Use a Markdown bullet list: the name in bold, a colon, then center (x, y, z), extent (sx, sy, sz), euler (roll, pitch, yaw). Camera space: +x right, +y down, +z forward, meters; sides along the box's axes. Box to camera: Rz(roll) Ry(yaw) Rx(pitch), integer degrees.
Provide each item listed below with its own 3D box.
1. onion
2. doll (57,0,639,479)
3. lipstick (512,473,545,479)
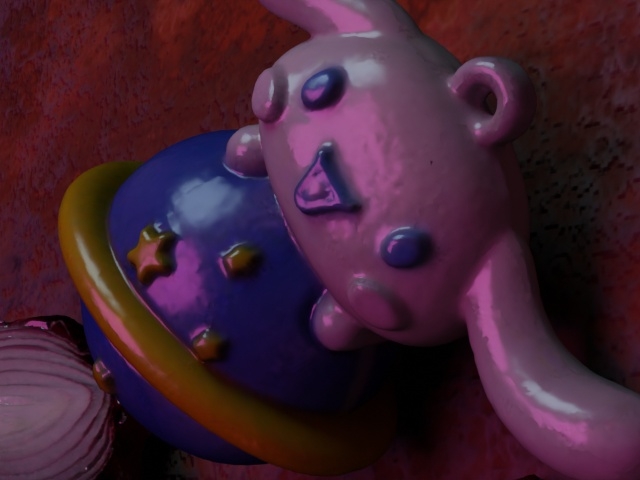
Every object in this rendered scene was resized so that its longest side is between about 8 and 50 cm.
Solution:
- **onion**: center (-0.155, 0.128, 0.957), extent (0.206, 0.151, 0.098), euler (-117, 16, -58)
- **doll**: center (0.021, 0.021, 0.724), extent (0.311, 0.159, 0.242), euler (46, 105, 26)
- **lipstick**: center (0.041, 0.132, 0.732), extent (0.176, 0.027, 0.027), euler (-28, 56, 47)
